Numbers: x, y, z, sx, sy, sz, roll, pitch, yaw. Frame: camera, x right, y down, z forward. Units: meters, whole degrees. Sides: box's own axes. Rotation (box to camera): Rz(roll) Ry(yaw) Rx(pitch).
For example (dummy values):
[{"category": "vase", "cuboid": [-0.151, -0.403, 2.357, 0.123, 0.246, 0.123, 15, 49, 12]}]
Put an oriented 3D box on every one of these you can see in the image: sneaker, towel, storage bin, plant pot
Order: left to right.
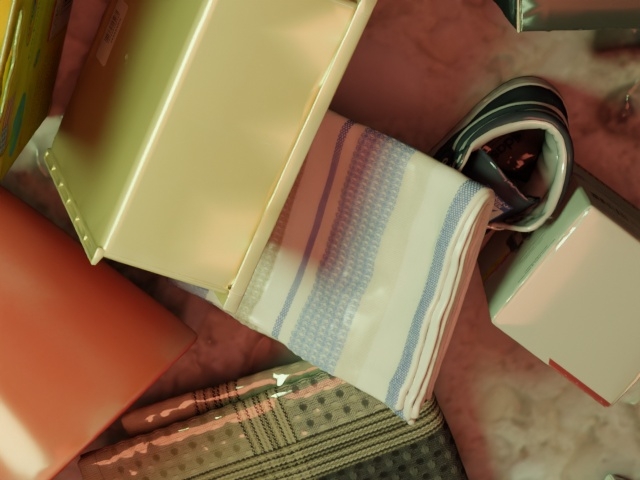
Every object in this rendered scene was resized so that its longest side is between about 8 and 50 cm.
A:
[{"category": "plant pot", "cuboid": [-0.279, 0.087, 1.441, 0.275, 0.275, 0.243, -44, 90, 11]}, {"category": "storage bin", "cuboid": [-0.102, -0.126, 1.373, 0.123, 0.260, 0.262, 17, 107, -25]}, {"category": "towel", "cuboid": [-0.023, 0.257, 1.578, 0.324, 0.056, 0.312, -20, 114, 4]}, {"category": "towel", "cuboid": [0.000, 0.000, 1.439, 0.285, 0.034, 0.209, 28, 109, 31]}, {"category": "sneaker", "cuboid": [0.105, -0.013, 1.459, 0.099, 0.153, 0.282, 39, 102, -10]}]

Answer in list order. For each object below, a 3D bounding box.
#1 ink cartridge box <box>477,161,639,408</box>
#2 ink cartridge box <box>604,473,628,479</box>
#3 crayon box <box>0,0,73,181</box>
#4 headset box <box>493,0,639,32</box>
[{"category": "ink cartridge box", "cuboid": [0.222, 0.029, 1.462, 0.128, 0.176, 0.127, 36, 105, -9]}, {"category": "ink cartridge box", "cuboid": [0.338, 0.339, 1.588, 0.237, 0.100, 0.172, 22, 104, -8]}, {"category": "crayon box", "cuboid": [-0.248, -0.164, 1.327, 0.081, 0.318, 0.202, 13, 105, -4]}, {"category": "headset box", "cuboid": [0.255, -0.241, 1.331, 0.246, 0.283, 0.131, -1, 106, 0]}]
